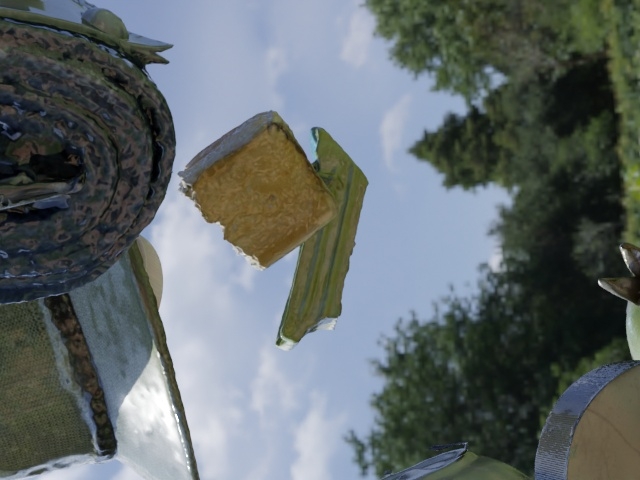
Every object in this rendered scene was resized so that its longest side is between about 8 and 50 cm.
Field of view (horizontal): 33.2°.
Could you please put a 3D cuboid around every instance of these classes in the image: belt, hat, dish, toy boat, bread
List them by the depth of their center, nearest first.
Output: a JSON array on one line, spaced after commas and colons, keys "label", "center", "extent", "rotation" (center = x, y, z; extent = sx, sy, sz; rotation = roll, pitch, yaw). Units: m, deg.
[{"label": "belt", "center": [-0.160, -0.035, 0.371], "extent": [0.128, 0.218, 0.122], "rotation": [-126, 42, -57]}, {"label": "hat", "center": [-0.170, 0.063, 0.623], "extent": [0.257, 0.130, 0.257], "rotation": [163, 90, -72]}, {"label": "dish", "center": [0.089, 0.226, 0.903], "extent": [0.081, 0.229, 0.229], "rotation": [67, -164, 5]}, {"label": "bread", "center": [-0.053, -0.044, 0.909], "extent": [0.125, 0.106, 0.082], "rotation": [53, 176, -35]}, {"label": "toy boat", "center": [0.006, 0.000, 1.317], "extent": [0.111, 0.084, 0.276], "rotation": [110, 170, -74]}]

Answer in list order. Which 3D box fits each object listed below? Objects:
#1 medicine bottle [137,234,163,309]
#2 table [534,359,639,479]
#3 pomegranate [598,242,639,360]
[{"label": "medicine bottle", "center": [-0.363, 0.043, 1.323], "extent": [0.241, 0.252, 0.252], "rotation": [43, -137, -45]}, {"label": "table", "center": [0.193, 0.136, 0.622], "extent": [0.043, 0.133, 0.133], "rotation": [162, 106, -75]}, {"label": "pomegranate", "center": [0.546, 0.118, 1.479], "extent": [0.323, 0.291, 0.290], "rotation": [0, -95, -44]}]
